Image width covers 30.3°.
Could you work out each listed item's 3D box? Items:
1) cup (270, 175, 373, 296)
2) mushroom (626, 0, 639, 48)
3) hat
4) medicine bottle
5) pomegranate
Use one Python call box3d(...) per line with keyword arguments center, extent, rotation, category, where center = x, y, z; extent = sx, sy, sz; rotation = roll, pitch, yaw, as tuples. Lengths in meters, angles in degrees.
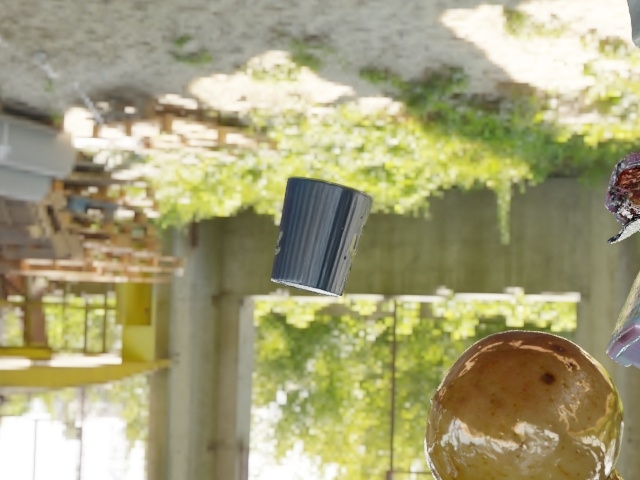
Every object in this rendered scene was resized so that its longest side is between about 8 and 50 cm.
box3d(center=(0.000, 0.000, 1.749), extent=(0.131, 0.155, 0.176), rotation=(13, 173, 11), category="cup")
box3d(center=(0.457, -0.306, 1.041), extent=(0.397, 0.177, 0.126), rotation=(-23, 143, 35), category="mushroom")
box3d(center=(0.470, -0.067, 1.724), extent=(0.140, 0.128, 0.227), rotation=(-11, -178, 28), category="hat")
box3d(center=(0.433, 0.068, 1.445), extent=(0.094, 0.188, 0.119), rotation=(28, 155, 5), category="medicine bottle")
box3d(center=(0.397, 0.369, 2.184), extent=(0.410, 0.410, 0.410), rotation=(2, 177, 0), category="pomegranate")
